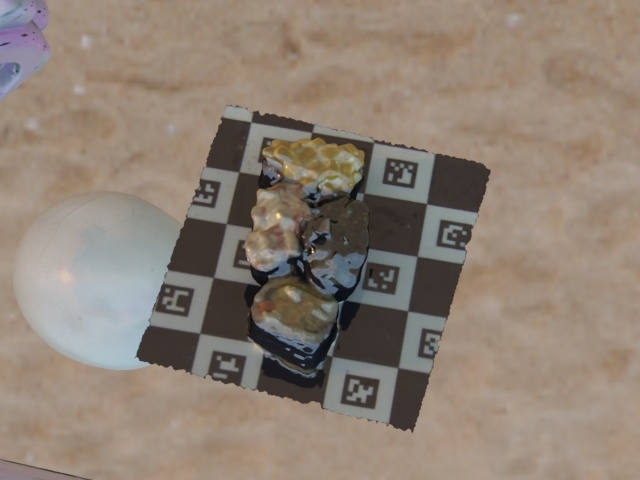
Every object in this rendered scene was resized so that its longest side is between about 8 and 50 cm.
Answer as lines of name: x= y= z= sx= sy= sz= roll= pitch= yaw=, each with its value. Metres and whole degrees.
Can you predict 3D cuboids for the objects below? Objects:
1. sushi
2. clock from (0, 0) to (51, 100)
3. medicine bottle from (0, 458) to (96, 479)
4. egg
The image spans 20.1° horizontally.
sushi: x=0.000 y=0.000 z=1.184 sx=0.192 sy=0.215 sz=0.050 roll=14 pitch=149 yaw=6
clock: x=-0.338 y=-0.153 z=1.555 sx=0.227 sy=0.090 sz=0.248 roll=-30 pitch=178 yaw=-13
medicine bottle: x=-0.087 y=0.154 z=0.627 sx=0.293 sy=0.141 sz=0.141 roll=17 pitch=147 yaw=-27
egg: x=-0.176 y=0.035 z=1.550 sx=0.151 sy=0.151 sz=0.209 roll=26 pitch=172 yaw=-41
